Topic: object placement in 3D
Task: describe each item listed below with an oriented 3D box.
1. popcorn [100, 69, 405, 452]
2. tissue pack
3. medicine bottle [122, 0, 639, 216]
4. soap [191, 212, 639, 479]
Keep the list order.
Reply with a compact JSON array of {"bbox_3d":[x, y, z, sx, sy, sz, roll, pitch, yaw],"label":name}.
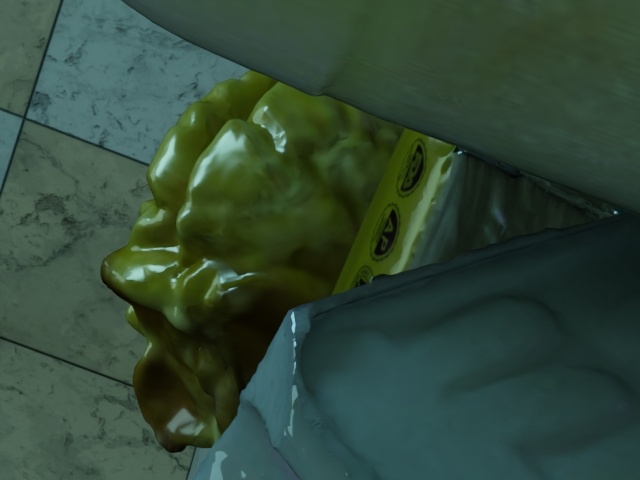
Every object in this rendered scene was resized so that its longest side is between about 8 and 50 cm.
[{"bbox_3d":[0.000,0.000,1.291,0.332,0.265,0.225,-42,39,-6],"label":"popcorn"},{"bbox_3d":[0.065,0.068,1.095,0.192,0.134,0.271,-89,21,-78],"label":"tissue pack"},{"bbox_3d":[0.041,-0.163,0.738,0.236,0.406,0.235,-159,90,-85],"label":"medicine bottle"},{"bbox_3d":[0.120,0.141,0.757,0.302,0.258,0.159,53,137,29],"label":"soap"}]
